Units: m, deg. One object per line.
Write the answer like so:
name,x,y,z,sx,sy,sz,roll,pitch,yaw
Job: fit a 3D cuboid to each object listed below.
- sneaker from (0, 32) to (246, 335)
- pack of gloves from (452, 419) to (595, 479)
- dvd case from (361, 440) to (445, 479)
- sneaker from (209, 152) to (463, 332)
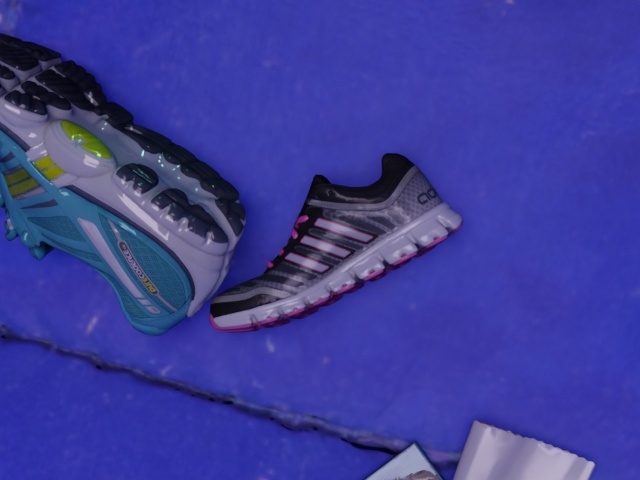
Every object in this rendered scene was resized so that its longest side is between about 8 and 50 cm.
sneaker,-0.178,-0.045,0.863,0.275,0.107,0.110,39,115,13
pack of gloves,0.149,0.253,0.838,0.195,0.046,0.232,19,93,3
dvd case,0.039,0.198,0.877,0.119,0.013,0.087,-37,86,8
sneaker,0.000,0.000,0.857,0.170,0.063,0.074,-28,84,5
